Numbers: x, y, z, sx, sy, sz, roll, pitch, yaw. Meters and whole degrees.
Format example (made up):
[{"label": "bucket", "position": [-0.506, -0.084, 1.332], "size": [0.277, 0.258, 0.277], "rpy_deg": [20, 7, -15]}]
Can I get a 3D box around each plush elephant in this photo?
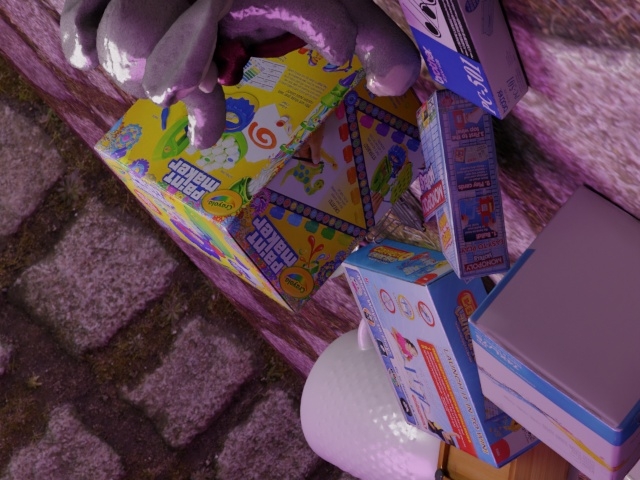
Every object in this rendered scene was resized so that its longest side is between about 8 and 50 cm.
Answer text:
[{"label": "plush elephant", "position": [-0.106, -0.213, 1.446], "size": [0.330, 0.255, 0.272], "rpy_deg": [47, 177, -39]}]

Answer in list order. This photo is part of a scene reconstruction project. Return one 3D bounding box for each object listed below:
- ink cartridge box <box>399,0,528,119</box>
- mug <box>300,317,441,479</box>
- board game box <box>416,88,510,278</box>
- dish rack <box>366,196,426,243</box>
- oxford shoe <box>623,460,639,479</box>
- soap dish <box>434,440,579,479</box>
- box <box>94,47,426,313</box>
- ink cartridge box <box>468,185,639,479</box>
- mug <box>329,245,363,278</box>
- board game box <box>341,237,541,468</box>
[{"label": "ink cartridge box", "position": [0.127, -0.205, 1.352], "size": [0.097, 0.046, 0.207], "rpy_deg": [35, 167, 34]}, {"label": "mug", "position": [0.162, 0.289, 2.632], "size": [0.328, 0.276, 0.374], "rpy_deg": [20, 126, 49]}, {"label": "board game box", "position": [0.148, -0.050, 1.560], "size": [0.194, 0.060, 0.194], "rpy_deg": [131, 130, -79]}, {"label": "dish rack", "position": [0.030, -0.077, 2.088], "size": [0.208, 0.074, 0.271], "rpy_deg": [47, 167, -28]}, {"label": "oxford shoe", "position": [0.419, 0.221, 1.723], "size": [0.449, 0.169, 0.130], "rpy_deg": [36, 150, 34]}, {"label": "soap dish", "position": [0.297, 0.331, 2.321], "size": [0.118, 0.229, 0.291], "rpy_deg": [6, -176, -24]}, {"label": "box", "position": [-0.065, -0.115, 1.738], "size": [0.290, 0.279, 0.177], "rpy_deg": [31, 165, 44]}, {"label": "ink cartridge box", "position": [0.303, 0.115, 1.576], "size": [0.197, 0.198, 0.270], "rpy_deg": [37, 167, 21]}, {"label": "mug", "position": [-0.008, 0.005, 2.438], "size": [0.150, 0.113, 0.169], "rpy_deg": [49, 170, -24]}, {"label": "board game box", "position": [0.178, 0.163, 2.200], "size": [0.302, 0.086, 0.308], "rpy_deg": [16, 131, 65]}]
